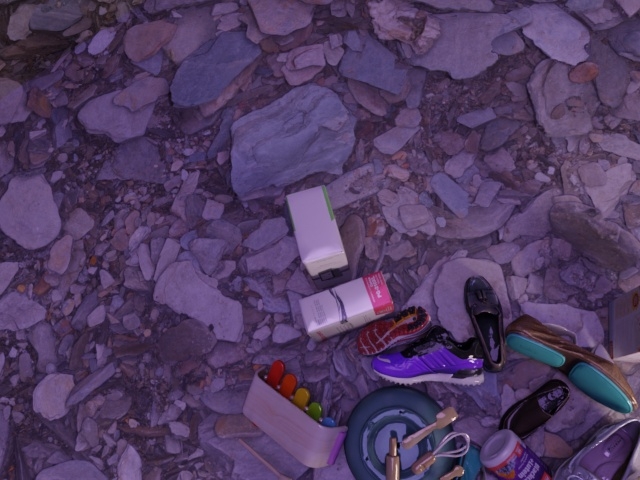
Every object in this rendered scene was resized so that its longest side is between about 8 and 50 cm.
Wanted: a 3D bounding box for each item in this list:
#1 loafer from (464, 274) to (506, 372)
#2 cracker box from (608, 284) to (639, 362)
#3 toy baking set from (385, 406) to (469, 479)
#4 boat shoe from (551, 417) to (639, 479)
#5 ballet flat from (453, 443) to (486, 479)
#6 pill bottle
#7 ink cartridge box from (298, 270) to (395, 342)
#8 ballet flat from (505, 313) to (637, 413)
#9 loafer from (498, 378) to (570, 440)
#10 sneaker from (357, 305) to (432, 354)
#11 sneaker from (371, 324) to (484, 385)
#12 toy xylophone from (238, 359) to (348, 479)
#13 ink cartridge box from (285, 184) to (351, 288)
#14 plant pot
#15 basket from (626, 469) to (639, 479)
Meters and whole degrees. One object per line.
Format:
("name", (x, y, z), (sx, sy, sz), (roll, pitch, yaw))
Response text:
("loafer", (0.449, 0.214, 1.383), (0.096, 0.084, 0.267), (-10, 70, 7))
("cracker box", (0.771, 0.205, 1.249), (0.067, 0.232, 0.156), (6, 73, 11))
("toy baking set", (0.239, 0.503, 1.149), (0.196, 0.030, 0.256), (-2, 81, -2))
("boat shoe", (0.632, 0.521, 1.173), (0.320, 0.103, 0.118), (-29, 58, -29))
("ballet flat", (0.346, 0.608, 1.233), (0.087, 0.083, 0.247), (22, 50, 16))
("pill bottle", (0.486, 0.557, 1.234), (0.193, 0.108, 0.108), (45, 84, 2))
("ink cartridge box", (0.075, 0.186, 1.413), (0.237, 0.172, 0.100), (-20, 68, 3))
("ballet flat", (0.646, 0.294, 1.320), (0.342, 0.116, 0.124), (29, 54, 22))
("loafer", (0.538, 0.426, 1.299), (0.220, 0.078, 0.080), (-42, 70, -5))
("sneaker", (0.204, 0.262, 1.412), (0.225, 0.093, 0.088), (-25, 49, 19))
("sneaker", (0.280, 0.292, 1.355), (0.293, 0.102, 0.146), (1, 99, 3))
("toy xylophone", (-0.096, 0.482, 1.354), (0.322, 0.081, 0.236), (37, 108, 29))
("ink cartridge box", (0.000, 0.000, 1.438), (0.114, 0.273, 0.198), (-16, 70, 2))
("plant pot", (0.191, 0.502, 1.274), (0.293, 0.196, 0.293), (-3, 70, 9))
("basket", (0.706, 0.725, 1.071), (0.331, 0.266, 0.328), (-36, 70, -1))
